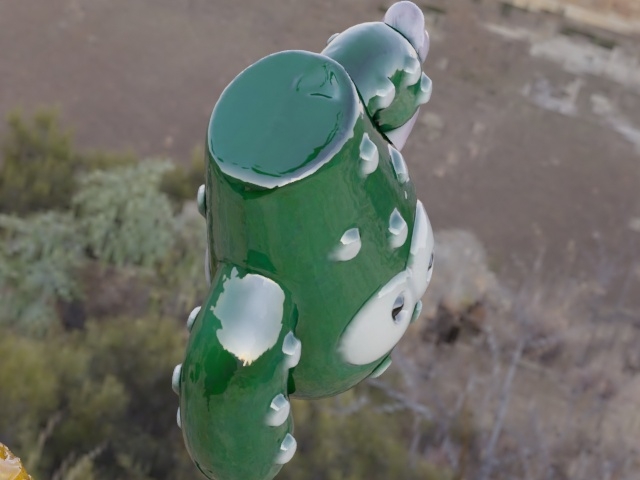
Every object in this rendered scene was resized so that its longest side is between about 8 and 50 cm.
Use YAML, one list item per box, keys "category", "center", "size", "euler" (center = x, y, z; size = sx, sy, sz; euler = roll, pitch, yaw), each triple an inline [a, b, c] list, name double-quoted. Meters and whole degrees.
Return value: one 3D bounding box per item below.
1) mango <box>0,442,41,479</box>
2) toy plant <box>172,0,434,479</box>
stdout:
- category: "mango"
  center: [-0.119, 0.166, 0.515]
  size: [0.201, 0.199, 0.350]
  euler: [-2, 17, -16]
- category: "toy plant"
  center: [-0.002, 0.005, 0.846]
  size: [0.112, 0.243, 0.232]
  euler: [19, 36, 20]
